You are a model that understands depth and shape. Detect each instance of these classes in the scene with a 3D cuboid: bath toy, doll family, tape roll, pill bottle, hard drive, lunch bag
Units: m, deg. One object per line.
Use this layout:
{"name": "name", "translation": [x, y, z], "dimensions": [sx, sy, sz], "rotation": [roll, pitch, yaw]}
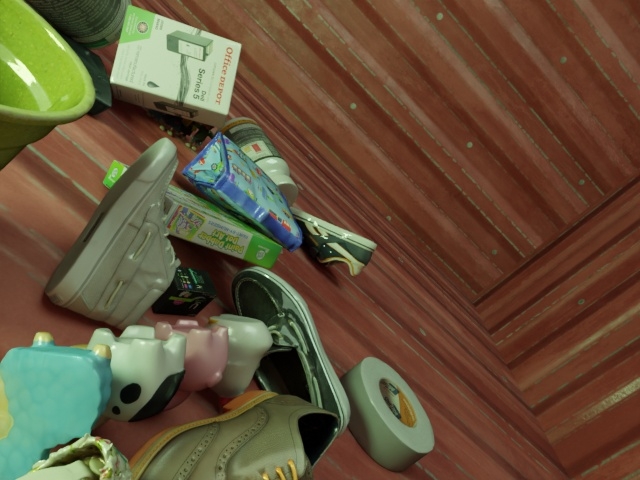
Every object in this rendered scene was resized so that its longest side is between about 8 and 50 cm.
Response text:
{"name": "bath toy", "translation": [-0.183, 0.158, 0.518], "dimensions": [0.152, 0.128, 0.348], "rotation": [5, -3, 23]}
{"name": "doll family", "translation": [-0.372, -0.338, 1.205], "dimensions": [0.193, 0.111, 0.076], "rotation": [29, 24, -43]}
{"name": "tape roll", "translation": [0.135, 0.353, 0.921], "dimensions": [0.219, 0.072, 0.219], "rotation": [41, 18, -16]}
{"name": "pill bottle", "translation": [-0.186, -0.208, 1.268], "dimensions": [0.162, 0.162, 0.278], "rotation": [19, 31, -56]}
{"name": "hard drive", "translation": [-0.550, -0.377, 0.965], "dimensions": [0.172, 0.054, 0.254], "rotation": [28, 24, -47]}
{"name": "pill bottle", "translation": [-0.578, -0.588, 0.965], "dimensions": [0.204, 0.204, 0.361], "rotation": [47, -1, 0]}
{"name": "lunch bag", "translation": [-0.155, -0.094, 0.966], "dimensions": [0.221, 0.138, 0.293], "rotation": [43, -1, -31]}

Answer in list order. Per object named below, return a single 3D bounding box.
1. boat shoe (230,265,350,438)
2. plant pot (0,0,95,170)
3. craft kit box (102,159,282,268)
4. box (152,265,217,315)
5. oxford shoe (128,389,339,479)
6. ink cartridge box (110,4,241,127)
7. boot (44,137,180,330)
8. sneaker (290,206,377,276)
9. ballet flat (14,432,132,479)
{"name": "boat shoe", "translation": [-0.063, 0.181, 0.749], "dimensions": [0.335, 0.121, 0.119], "rotation": [54, 14, 18]}
{"name": "plant pot", "translation": [-0.400, -0.116, 0.392], "dimensions": [0.276, 0.254, 0.276], "rotation": [41, 19, -17]}
{"name": "craft kit box", "translation": [-0.234, -0.045, 0.820], "dimensions": [0.247, 0.061, 0.250], "rotation": [33, 5, 40]}
{"name": "box", "translation": [-0.219, 0.080, 0.707], "dimensions": [0.083, 0.062, 0.052], "rotation": [19, 33, -56]}
{"name": "oxford shoe", "translation": [-0.084, 0.247, 0.460], "dimensions": [0.364, 0.133, 0.129], "rotation": [-15, 99, -69]}
{"name": "ink cartridge box", "translation": [-0.351, -0.421, 1.106], "dimensions": [0.273, 0.198, 0.115], "rotation": [12, -8, -18]}
{"name": "boot", "translation": [-0.244, -0.007, 0.614], "dimensions": [0.095, 0.258, 0.123], "rotation": [6, -27, 50]}
{"name": "sneaker", "translation": [0.000, 0.000, 1.342], "dimensions": [0.321, 0.127, 0.126], "rotation": [26, 4, 20]}
{"name": "ballet flat", "translation": [-0.226, 0.202, 0.265], "dimensions": [0.091, 0.077, 0.241], "rotation": [30, 34, 20]}
